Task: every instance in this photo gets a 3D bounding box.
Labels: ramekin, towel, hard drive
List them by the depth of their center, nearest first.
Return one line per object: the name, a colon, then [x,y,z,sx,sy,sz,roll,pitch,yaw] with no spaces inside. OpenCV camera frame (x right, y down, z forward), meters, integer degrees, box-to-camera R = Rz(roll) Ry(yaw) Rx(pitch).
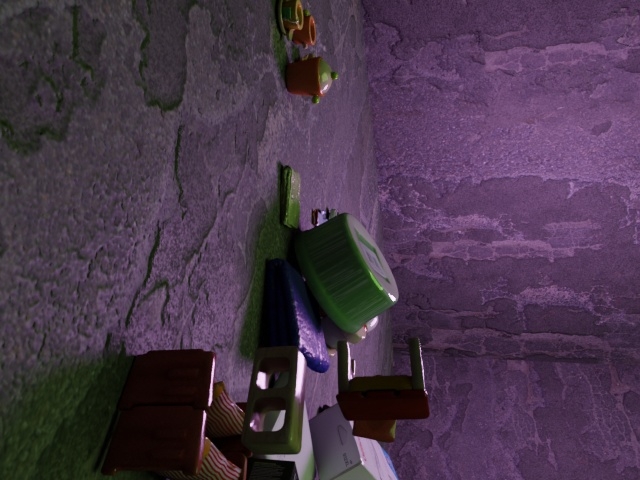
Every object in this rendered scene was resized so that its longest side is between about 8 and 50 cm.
hard drive: [-0.077,0.496,1.271,0.233,0.047,0.353,-61,148,-57]
towel: [-0.058,0.188,1.316,0.308,0.076,0.228,57,20,-66]
towel: [-0.071,-0.104,1.369,0.110,0.027,0.148,15,75,-78]
ramekin: [0.076,0.075,1.456,0.303,0.148,0.303,53,16,-22]

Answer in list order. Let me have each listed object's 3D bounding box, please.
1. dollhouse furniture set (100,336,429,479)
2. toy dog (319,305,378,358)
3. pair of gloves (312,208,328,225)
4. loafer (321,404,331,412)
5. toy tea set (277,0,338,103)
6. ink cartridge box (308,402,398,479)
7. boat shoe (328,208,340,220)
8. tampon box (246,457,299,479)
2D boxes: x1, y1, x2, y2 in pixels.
dollhouse furniture set: [-0.049,0.244,0.707,0.201,0.374,0.152,71,18,-51]
toy dog: [0.063,0.236,1.676,0.161,0.220,0.333,59,2,8]
pair of gloves: [0.000,0.000,1.693,0.159,0.023,0.198,34,56,-73]
loafer: [0.043,0.586,1.791,0.078,0.080,0.220,-63,148,-16]
toy tea set: [-0.019,-0.511,1.378,0.200,0.124,0.336,-71,157,-55]
ink cartridge box: [0.105,0.633,1.543,0.307,0.129,0.223,55,6,-30]
boat shoe: [0.064,0.002,1.861,0.078,0.070,0.219,-41,130,-73]
tampon box: [-0.104,0.517,1.055,0.161,0.101,0.120,-71,157,-57]
